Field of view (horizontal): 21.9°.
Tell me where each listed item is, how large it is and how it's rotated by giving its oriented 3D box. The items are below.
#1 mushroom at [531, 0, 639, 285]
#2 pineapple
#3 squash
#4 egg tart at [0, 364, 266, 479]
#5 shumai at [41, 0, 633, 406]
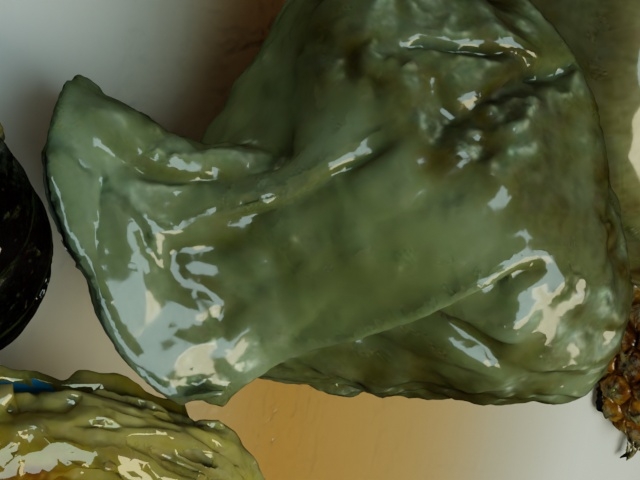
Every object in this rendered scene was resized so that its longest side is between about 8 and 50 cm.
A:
[{"bbox_3d":[0.286,-0.124,1.178,0.352,0.260,0.352,-11,114,-27],"label":"mushroom"},{"bbox_3d":[0.322,0.110,1.336,0.161,0.137,0.176,-4,104,-31],"label":"pineapple"},{"bbox_3d":[-0.236,-0.013,0.926,0.156,0.193,0.193,-41,122,5],"label":"squash"},{"bbox_3d":[-0.197,0.241,1.000,0.388,0.169,0.387,-8,109,-25],"label":"egg tart"},{"bbox_3d":[0.000,0.000,0.990,0.288,0.330,0.292,-24,159,-44],"label":"shumai"}]
